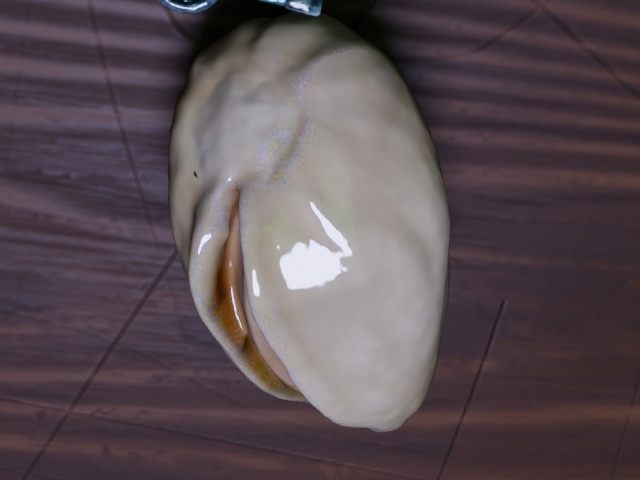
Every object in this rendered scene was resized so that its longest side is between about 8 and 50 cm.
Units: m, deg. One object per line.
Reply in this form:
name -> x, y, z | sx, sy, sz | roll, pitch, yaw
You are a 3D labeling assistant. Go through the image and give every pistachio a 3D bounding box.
pistachio -> 0.000, 0.000, 0.657 | 0.193, 0.214, 0.318 | 13, 135, 33

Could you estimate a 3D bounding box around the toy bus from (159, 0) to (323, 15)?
toy bus -> -0.115, -0.222, 0.557 | 0.256, 0.128, 0.147 | 9, 113, -11
